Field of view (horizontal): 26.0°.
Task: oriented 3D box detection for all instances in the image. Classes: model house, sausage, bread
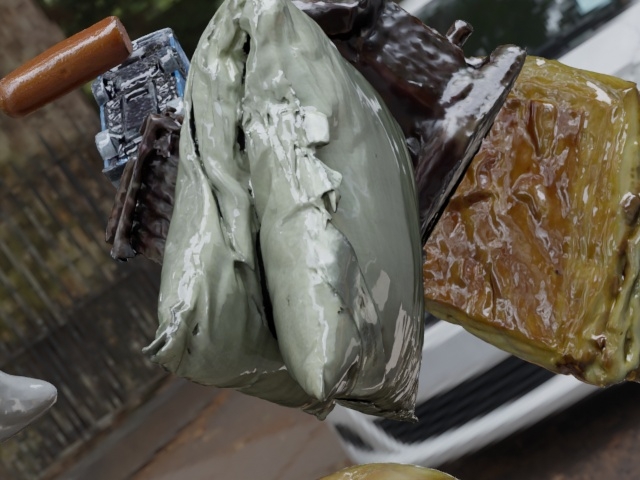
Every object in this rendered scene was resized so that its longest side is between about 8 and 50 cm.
[{"bbox_3d":[-0.005,-0.048,0.729,0.203,0.164,0.141,-62,-3,12],"label":"model house"},{"bbox_3d":[-0.224,-0.147,1.202,0.131,0.039,0.041,-29,33,5],"label":"sausage"},{"bbox_3d":[0.221,-0.030,1.314,0.167,0.278,0.324,1,11,-40],"label":"bread"}]

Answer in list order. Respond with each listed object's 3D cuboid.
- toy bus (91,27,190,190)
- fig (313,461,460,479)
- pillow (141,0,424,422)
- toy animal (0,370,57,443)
[{"bbox_3d":[-0.188,-0.131,1.612,0.116,0.134,0.234,-24,39,8],"label":"toy bus"},{"bbox_3d":[0.064,0.167,0.705,0.230,0.143,0.160,-32,31,-30],"label":"fig"},{"bbox_3d":[0.000,0.000,0.500,0.077,0.134,0.181,-4,-13,13],"label":"pillow"},{"bbox_3d":[-0.196,0.063,0.544,0.130,0.221,0.104,-24,46,1],"label":"toy animal"}]
